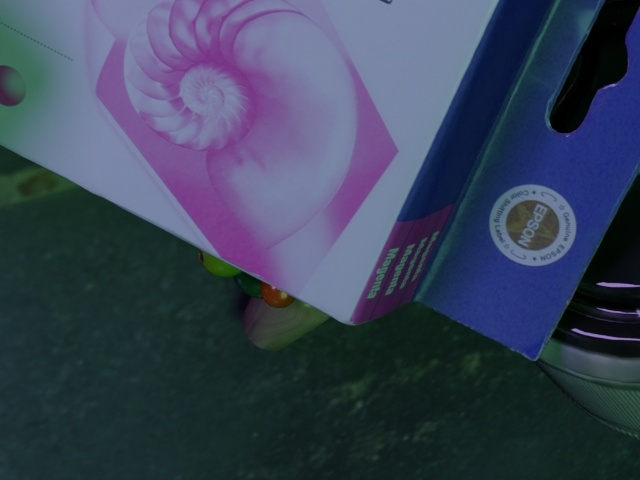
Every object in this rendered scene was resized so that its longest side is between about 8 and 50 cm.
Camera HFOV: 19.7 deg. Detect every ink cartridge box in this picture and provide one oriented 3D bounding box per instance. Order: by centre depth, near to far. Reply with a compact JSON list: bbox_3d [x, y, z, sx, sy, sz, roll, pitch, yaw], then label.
[{"bbox_3d":[0.015,-0.131,0.856,0.330,0.071,0.324,27,116,7],"label":"ink cartridge box"}]

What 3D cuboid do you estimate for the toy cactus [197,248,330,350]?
[{"bbox_3d":[0.000,0.000,1.075,0.219,0.112,0.180,-25,164,-43],"label":"toy cactus"}]

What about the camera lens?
[{"bbox_3d":[0.206,0.000,1.061,0.219,0.219,0.274,-40,154,4],"label":"camera lens"}]
